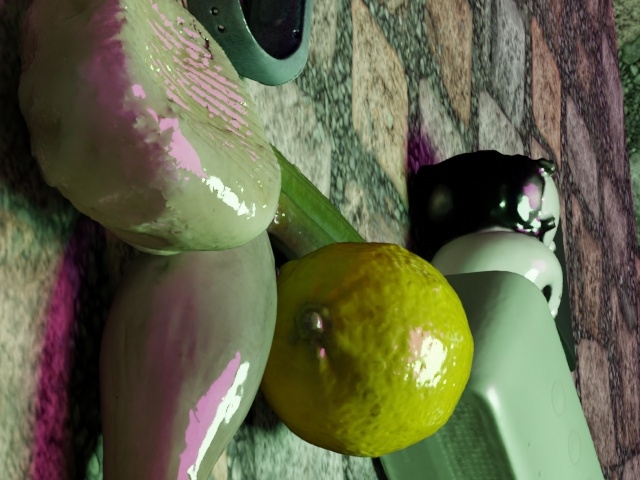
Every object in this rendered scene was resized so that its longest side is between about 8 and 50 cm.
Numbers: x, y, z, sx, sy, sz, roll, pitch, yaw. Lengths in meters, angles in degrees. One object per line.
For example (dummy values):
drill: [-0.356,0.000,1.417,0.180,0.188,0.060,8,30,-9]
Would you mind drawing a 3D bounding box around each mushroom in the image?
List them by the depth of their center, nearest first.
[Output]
mushroom: [-0.102,0.096,1.398,0.128,0.128,0.350,61,32,-48]

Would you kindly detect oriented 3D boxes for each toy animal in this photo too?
toy animal: [0.196,0.028,2.215,0.187,0.165,0.235,83,5,-67]

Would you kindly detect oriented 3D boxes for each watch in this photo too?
watch: [-0.062,-0.249,1.715,0.193,0.068,0.206,59,33,-52]

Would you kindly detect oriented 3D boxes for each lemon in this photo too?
lemon: [0.037,0.095,1.693,0.231,0.192,0.192,30,55,-66]

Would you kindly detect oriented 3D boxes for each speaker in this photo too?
speaker: [0.183,0.249,2.065,0.184,0.183,0.406,-62,138,-51]

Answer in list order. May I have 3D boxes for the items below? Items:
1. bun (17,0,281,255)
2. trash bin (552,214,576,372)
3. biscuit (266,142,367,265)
bun: [-0.132,-0.081,1.348,0.231,0.133,0.231,48,20,-24]
trash bin: [0.253,0.041,2.475,0.165,0.115,0.226,56,29,-52]
biscuit: [0.000,0.000,1.855,0.322,0.038,0.099,44,40,-62]
